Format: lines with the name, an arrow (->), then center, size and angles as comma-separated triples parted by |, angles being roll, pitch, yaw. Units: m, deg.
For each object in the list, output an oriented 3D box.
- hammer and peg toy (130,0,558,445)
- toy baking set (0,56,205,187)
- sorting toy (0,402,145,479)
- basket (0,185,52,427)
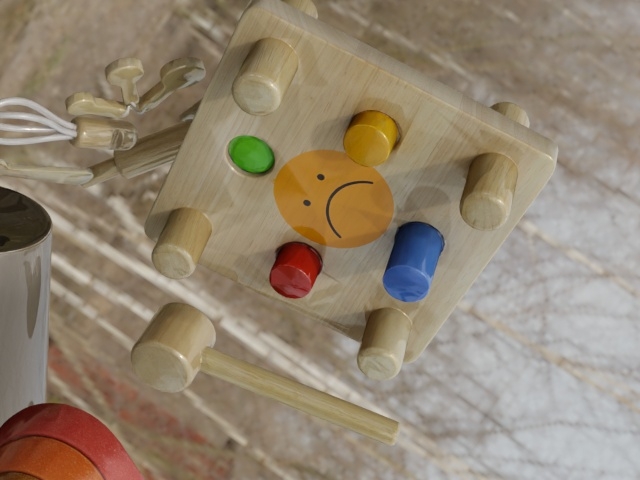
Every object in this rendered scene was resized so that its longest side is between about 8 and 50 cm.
hammer and peg toy -> 0.000, 0.000, 1.098 | 0.361, 0.266, 0.127 | -60, -174, 41
toy baking set -> -0.176, -0.096, 1.131 | 0.256, 0.030, 0.197 | -21, 160, 13
sorting toy -> -0.281, 0.236, 0.887 | 0.365, 0.127, 0.126 | -31, -178, 22
basket -> -0.293, 0.079, 1.111 | 0.204, 0.154, 0.227 | -38, 145, -60
